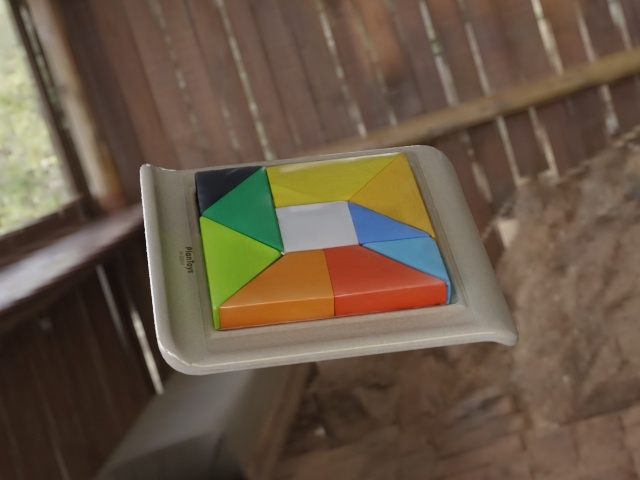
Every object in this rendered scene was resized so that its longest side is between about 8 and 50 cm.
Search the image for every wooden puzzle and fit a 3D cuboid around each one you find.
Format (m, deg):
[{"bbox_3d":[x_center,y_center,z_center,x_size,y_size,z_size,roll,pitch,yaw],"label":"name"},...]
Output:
[{"bbox_3d":[0.000,0.000,1.043,0.239,0.044,0.221,-2,37,-9],"label":"wooden puzzle"}]
